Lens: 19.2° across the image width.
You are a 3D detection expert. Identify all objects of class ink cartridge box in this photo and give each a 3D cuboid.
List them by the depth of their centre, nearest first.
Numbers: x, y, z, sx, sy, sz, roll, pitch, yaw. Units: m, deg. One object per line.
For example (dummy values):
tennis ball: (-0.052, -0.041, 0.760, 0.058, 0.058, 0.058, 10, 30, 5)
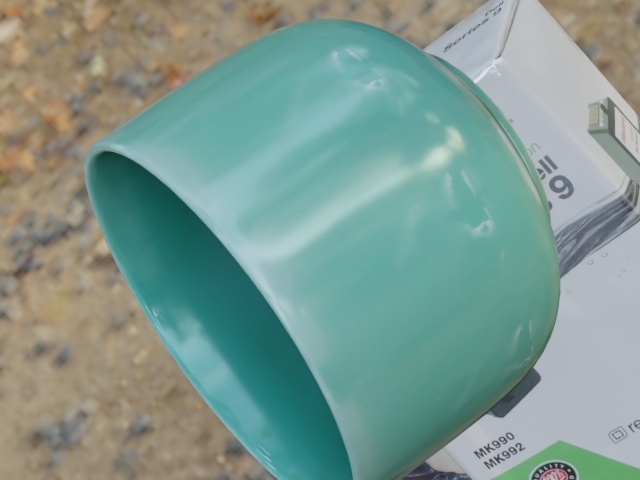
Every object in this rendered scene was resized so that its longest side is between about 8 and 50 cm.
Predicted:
ink cartridge box: (0.130, 0.022, 1.178, 0.211, 0.289, 0.121, -37, 15, 28)

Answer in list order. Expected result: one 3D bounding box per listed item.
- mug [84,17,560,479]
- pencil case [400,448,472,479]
mug: (0.000, -0.005, 0.564, 0.097, 0.129, 0.158, -35, 41, -18)
pencil case: (0.154, 0.147, 1.478, 0.160, 0.410, 0.183, -54, 12, 49)
